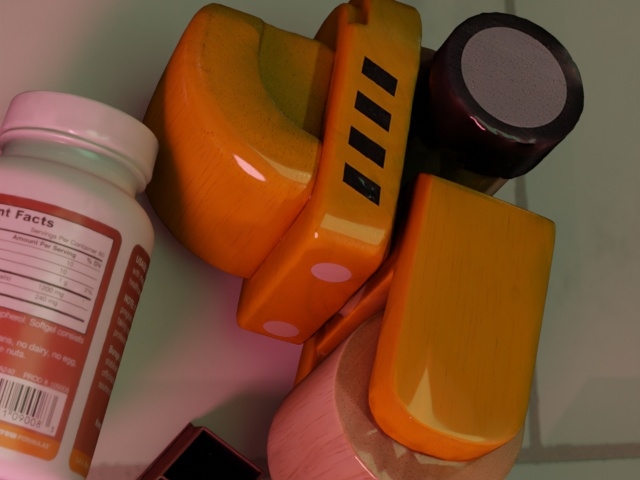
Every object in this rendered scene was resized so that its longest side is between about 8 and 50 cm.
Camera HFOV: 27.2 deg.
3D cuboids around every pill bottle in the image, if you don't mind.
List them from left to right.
[{"bbox_3d":[-0.165,0.030,0.752,0.121,0.121,0.216,24,70,-26],"label":"pill bottle"}]

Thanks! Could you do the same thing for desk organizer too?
[{"bbox_3d":[-0.097,0.173,0.809,0.047,0.050,0.130,51,60,-14],"label":"desk organizer"}]

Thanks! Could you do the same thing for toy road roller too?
[{"bbox_3d":[0.000,0.000,0.807,0.241,0.202,0.329,18,62,-12],"label":"toy road roller"}]
